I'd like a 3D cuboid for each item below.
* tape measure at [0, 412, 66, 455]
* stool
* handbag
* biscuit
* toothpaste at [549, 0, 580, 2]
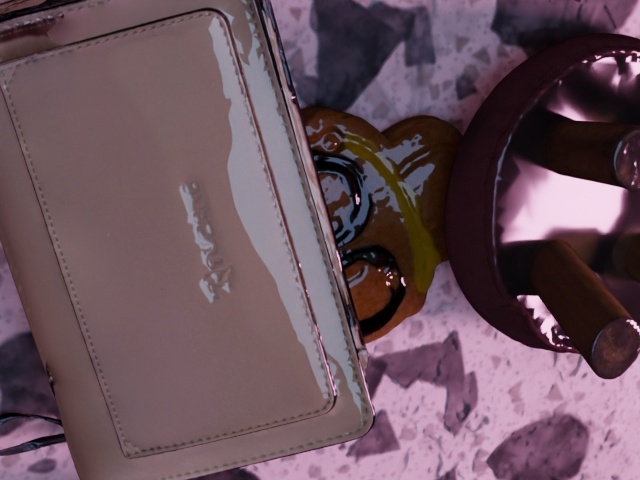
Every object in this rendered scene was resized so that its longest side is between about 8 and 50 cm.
[{"bbox_3d":[-0.193,0.205,1.318,0.180,0.104,0.107,34,122,7],"label":"tape measure"},{"bbox_3d":[0.252,-0.020,1.299,0.272,0.178,0.272,-9,110,-26],"label":"stool"},{"bbox_3d":[-0.115,-0.015,1.180,0.236,0.160,0.358,-15,106,1],"label":"handbag"},{"bbox_3d":[0.000,0.000,1.310,0.290,0.041,0.208,-28,114,-9],"label":"biscuit"},{"bbox_3d":[0.061,-0.257,1.216,0.313,0.089,0.071,13,111,-23],"label":"toothpaste"}]
